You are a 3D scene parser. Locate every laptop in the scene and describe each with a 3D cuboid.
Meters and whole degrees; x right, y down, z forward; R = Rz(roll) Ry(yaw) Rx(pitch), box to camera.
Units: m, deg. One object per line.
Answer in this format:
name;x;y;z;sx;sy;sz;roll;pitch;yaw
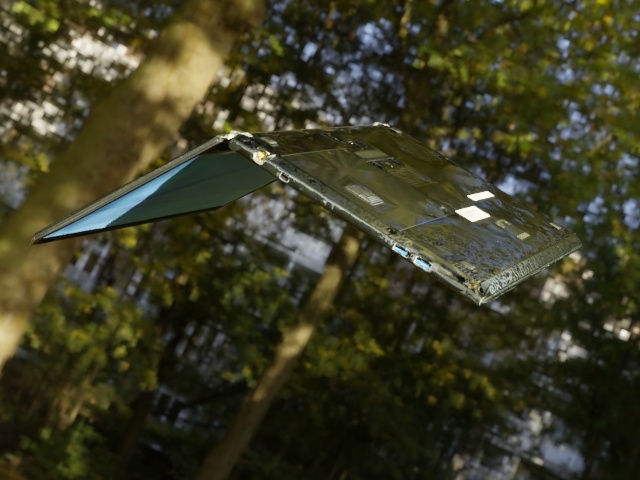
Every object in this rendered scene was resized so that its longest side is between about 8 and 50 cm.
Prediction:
laptop;0.000;0.000;0.726;0.264;0.137;0.234;33;20;18
